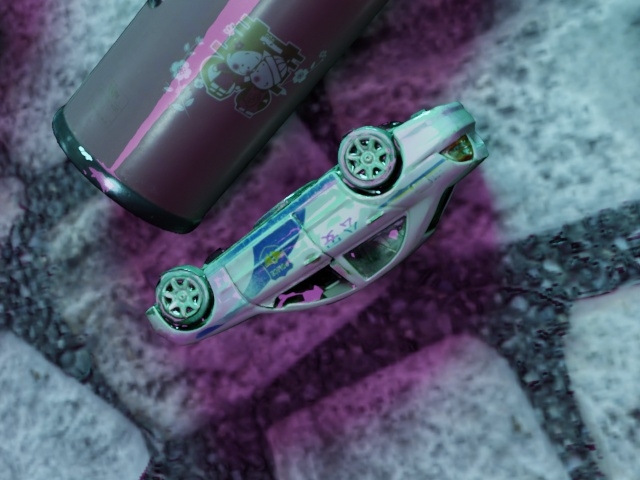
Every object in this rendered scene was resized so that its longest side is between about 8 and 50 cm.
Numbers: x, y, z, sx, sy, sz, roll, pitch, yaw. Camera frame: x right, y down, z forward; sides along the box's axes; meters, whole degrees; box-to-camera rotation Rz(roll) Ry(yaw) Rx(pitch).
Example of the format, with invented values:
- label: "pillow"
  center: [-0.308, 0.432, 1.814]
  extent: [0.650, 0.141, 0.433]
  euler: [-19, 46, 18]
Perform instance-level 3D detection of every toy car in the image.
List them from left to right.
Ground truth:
- label: "toy car"
  center: [0.000, 0.000, 0.669]
  extent: [0.224, 0.090, 0.076]
  euler: [-36, 89, 17]

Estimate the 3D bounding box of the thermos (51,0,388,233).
- label: "thermos"
  center: [-0.022, -0.169, 0.649]
  extent: [0.136, 0.109, 0.330]
  euler: [42, 105, 1]
